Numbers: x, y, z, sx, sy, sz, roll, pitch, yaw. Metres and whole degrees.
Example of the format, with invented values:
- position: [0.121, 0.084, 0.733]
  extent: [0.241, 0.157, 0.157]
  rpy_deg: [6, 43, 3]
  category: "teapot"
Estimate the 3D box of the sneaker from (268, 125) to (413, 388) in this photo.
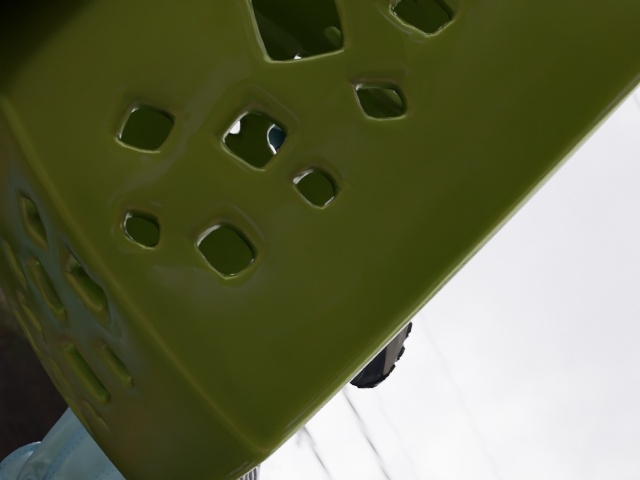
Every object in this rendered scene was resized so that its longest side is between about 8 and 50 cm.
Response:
- position: [0.000, 0.000, 1.379]
  extent: [0.110, 0.122, 0.283]
  rpy_deg: [-34, -117, 60]
  category: "sneaker"

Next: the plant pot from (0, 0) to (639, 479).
- position: [-0.038, -0.048, 0.590]
  extent: [0.207, 0.228, 0.227]
  rpy_deg: [45, -21, 0]
  category: "plant pot"

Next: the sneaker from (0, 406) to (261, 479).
- position: [-0.129, 0.193, 0.894]
  extent: [0.150, 0.366, 0.135]
  rpy_deg: [1, -44, 12]
  category: "sneaker"
